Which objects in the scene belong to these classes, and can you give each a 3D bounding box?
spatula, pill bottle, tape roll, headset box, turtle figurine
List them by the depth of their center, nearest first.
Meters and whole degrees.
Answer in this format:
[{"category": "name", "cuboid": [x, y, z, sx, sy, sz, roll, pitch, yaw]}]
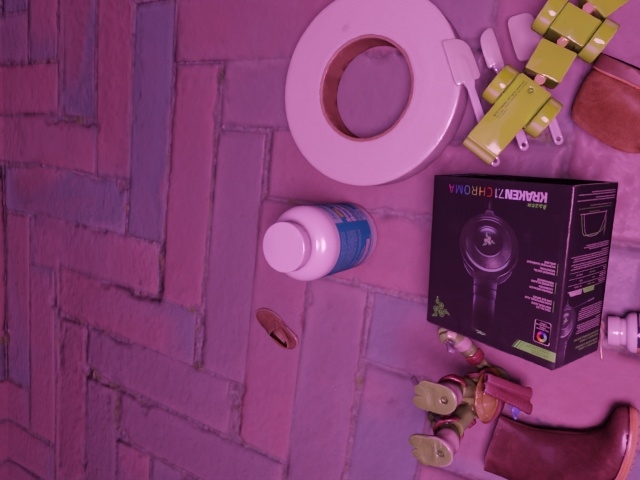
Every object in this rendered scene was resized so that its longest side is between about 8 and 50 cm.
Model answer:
[{"category": "headset box", "cuboid": [0.308, 0.040, 0.783, 0.246, 0.131, 0.283, 17, 110, 53]}, {"category": "pill bottle", "cuboid": [0.535, 0.152, 0.785, 0.120, 0.067, 0.067, 0, 95, 31]}, {"category": "spatula", "cuboid": [0.330, -0.264, 0.850, 0.168, 0.019, 0.242, -18, 87, -2]}, {"category": "turtle figurine", "cuboid": [0.216, 0.265, 0.875, 0.274, 0.266, 0.198, 43, 117, 23]}, {"category": "pill bottle", "cuboid": [0.000, 0.000, 0.970, 0.146, 0.264, 0.146, 4, 97, 30]}, {"category": "tape roll", "cuboid": [0.102, -0.306, 0.989, 0.391, 0.072, 0.392, 3, 97, 31]}]

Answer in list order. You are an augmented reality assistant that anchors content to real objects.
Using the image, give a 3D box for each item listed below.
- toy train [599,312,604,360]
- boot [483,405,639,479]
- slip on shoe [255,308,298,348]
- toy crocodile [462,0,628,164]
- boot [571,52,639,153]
[{"category": "toy train", "cuboid": [0.405, 0.079, 0.841, 0.143, 0.105, 0.248, -1, 95, 41]}, {"category": "boot", "cuboid": [0.420, 0.365, 0.862, 0.206, 0.090, 0.249, 22, 110, 25]}, {"category": "slip on shoe", "cuboid": [-0.114, 0.218, 1.191, 0.135, 0.041, 0.051, 42, 114, 20]}, {"category": "toy crocodile", "cuboid": [0.363, -0.277, 0.787, 0.115, 0.105, 0.341, 36, 103, 10]}, {"category": "boot", "cuboid": [0.536, -0.168, 0.739, 0.305, 0.112, 0.115, 42, 126, 29]}]
